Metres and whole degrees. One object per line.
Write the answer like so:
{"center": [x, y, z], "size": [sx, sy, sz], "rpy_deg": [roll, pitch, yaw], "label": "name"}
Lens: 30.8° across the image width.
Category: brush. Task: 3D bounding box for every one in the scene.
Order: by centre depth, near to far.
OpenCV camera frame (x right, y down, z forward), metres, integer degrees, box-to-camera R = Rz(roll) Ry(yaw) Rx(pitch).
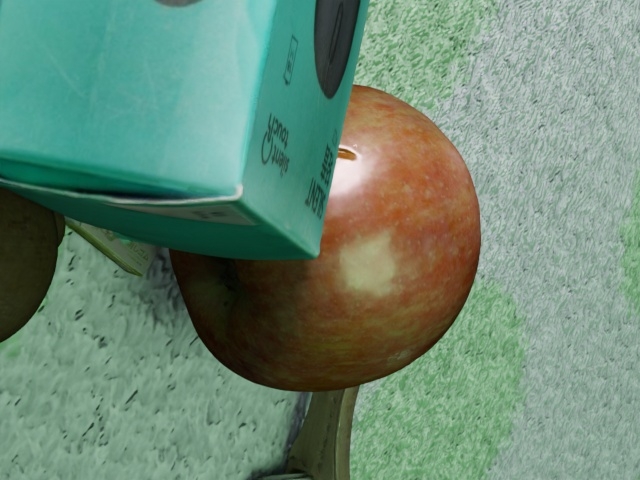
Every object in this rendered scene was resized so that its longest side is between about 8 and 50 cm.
{"center": [-0.012, 0.155, 0.875], "size": [0.065, 0.070, 0.328], "rpy_deg": [7, 99, -39], "label": "brush"}

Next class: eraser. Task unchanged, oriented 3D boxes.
{"center": [-0.127, -0.014, 0.699], "size": [0.038, 0.019, 0.083], "rpy_deg": [-60, 140, -14], "label": "eraser"}

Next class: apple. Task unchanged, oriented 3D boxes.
{"center": [0.000, 0.000, 0.718], "size": [0.174, 0.188, 0.188], "rpy_deg": [-21, 121, -39], "label": "apple"}

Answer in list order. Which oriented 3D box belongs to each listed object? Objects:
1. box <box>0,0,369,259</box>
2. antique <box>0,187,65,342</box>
{"center": [-0.040, -0.153, 0.543], "size": [0.205, 0.118, 0.311], "rpy_deg": [38, 63, -76], "label": "box"}
{"center": [-0.231, -0.003, 0.493], "size": [0.257, 0.143, 0.121], "rpy_deg": [9, 101, -48], "label": "antique"}
